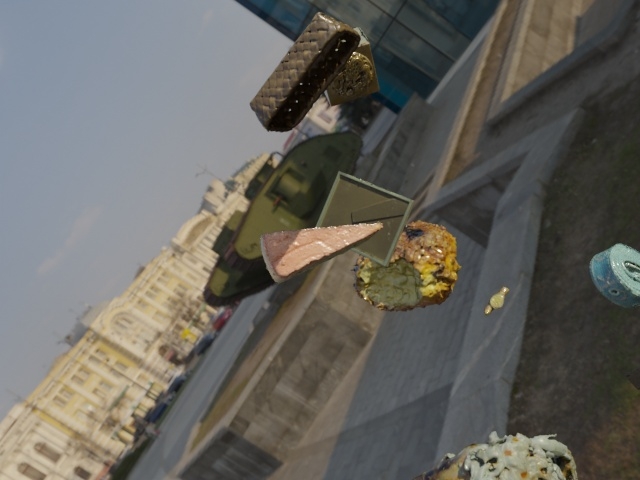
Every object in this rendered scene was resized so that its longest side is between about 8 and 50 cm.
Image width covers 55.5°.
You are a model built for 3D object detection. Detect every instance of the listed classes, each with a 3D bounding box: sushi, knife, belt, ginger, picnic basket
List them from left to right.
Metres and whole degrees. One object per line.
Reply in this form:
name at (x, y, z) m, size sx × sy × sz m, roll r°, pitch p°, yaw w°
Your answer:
picnic basket at (-0.026, -0.250, 0.913) m, size 0.193 × 0.055 × 0.110 m, roll -50°, pitch -13°, yaw 22°
sushi at (0.411, 0.599, 1.428) m, size 0.417 × 0.417 × 0.176 m, roll -52°, pitch 36°, yaw 39°
ginger at (0.429, 0.143, 1.477) m, size 0.097 × 0.030 × 0.048 m, roll -42°, pitch -2°, yaw -24°
belt at (0.709, 0.088, 1.417) m, size 0.147 × 0.163 × 0.082 m, roll -45°, pitch -2°, yaw -38°
knife at (1.014, 0.375, 1.790) m, size 0.019 × 0.072 × 0.245 m, roll -32°, pitch -14°, yaw -42°

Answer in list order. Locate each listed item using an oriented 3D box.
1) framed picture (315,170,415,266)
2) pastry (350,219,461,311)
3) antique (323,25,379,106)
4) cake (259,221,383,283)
framed picture at (0.108, -0.061, 1.579) m, size 0.016 × 0.250 × 0.184 m, roll 14°, pitch -81°, yaw -54°
pastry at (0.316, 0.080, 2.158) m, size 0.405 × 0.292 × 0.337 m, roll -13°, pitch 16°, yaw 41°
antique at (0.065, -0.459, 1.610) m, size 0.146 × 0.152 × 0.148 m, roll -18°, pitch 40°, yaw 2°
cake at (0.003, 0.021, 1.129) m, size 0.109 × 0.225 × 0.090 m, roll 107°, pitch 155°, yaw -78°
